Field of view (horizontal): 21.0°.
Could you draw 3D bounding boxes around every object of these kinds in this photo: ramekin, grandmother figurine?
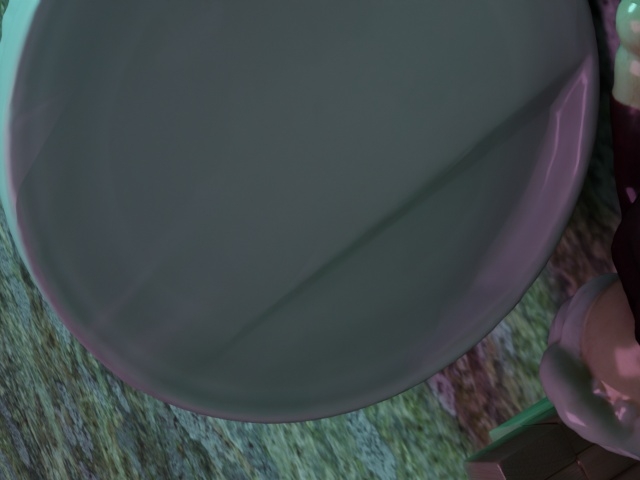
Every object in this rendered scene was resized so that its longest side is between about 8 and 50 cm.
[{"bbox_3d":[-0.021,-0.065,0.773,0.127,0.273,0.273,-137,27,-61],"label":"ramekin"},{"bbox_3d":[0.164,0.002,0.661,0.342,0.104,0.208,107,159,-64],"label":"grandmother figurine"}]

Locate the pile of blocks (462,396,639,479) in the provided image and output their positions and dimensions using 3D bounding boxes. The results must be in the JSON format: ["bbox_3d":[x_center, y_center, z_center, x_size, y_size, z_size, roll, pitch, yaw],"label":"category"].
[{"bbox_3d":[0.183,0.202,0.815,0.362,0.112,0.149,37,147,47],"label":"pile of blocks"}]
